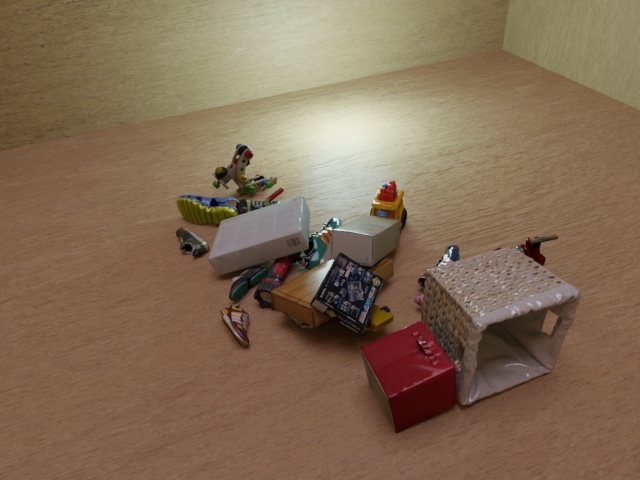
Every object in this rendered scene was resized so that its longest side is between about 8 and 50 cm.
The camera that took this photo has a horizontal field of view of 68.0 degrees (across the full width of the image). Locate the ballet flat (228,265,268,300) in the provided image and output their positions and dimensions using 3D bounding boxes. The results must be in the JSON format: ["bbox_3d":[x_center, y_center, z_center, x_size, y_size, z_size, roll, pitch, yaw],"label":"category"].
[{"bbox_3d":[-0.283,0.153,1.766,0.074,0.074,0.203,21,40,30],"label":"ballet flat"}]

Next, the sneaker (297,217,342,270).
[{"bbox_3d":[0.000,0.000,1.863,0.121,0.108,0.302,24,43,-3],"label":"sneaker"}]

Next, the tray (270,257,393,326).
[{"bbox_3d":[0.049,0.145,1.637,0.202,0.076,0.411,16,30,41],"label":"tray"}]

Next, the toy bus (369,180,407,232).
[{"bbox_3d":[0.267,-0.127,1.932,0.149,0.211,0.220,11,43,18],"label":"toy bus"}]

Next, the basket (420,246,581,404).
[{"bbox_3d":[0.489,0.228,1.356,0.331,0.328,0.266,-14,37,-15],"label":"basket"}]

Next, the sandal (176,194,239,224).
[{"bbox_3d":[-0.493,-0.146,2.137,0.317,0.126,0.138,14,41,9],"label":"sandal"}]

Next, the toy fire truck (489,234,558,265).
[{"bbox_3d":[0.682,0.056,1.615,0.217,0.246,0.158,-18,39,-14],"label":"toy fire truck"}]

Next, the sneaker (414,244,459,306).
[{"bbox_3d":[0.417,0.120,1.680,0.131,0.112,0.319,10,40,15],"label":"sneaker"}]

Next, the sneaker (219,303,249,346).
[{"bbox_3d":[-0.272,0.278,1.606,0.084,0.070,0.185,-29,45,-19],"label":"sneaker"}]

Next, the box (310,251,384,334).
[{"bbox_3d":[0.088,0.160,1.488,0.175,0.051,0.220,32,45,-1],"label":"box"}]

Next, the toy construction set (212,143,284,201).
[{"bbox_3d":[-0.361,-0.269,2.235,0.237,0.257,0.309,-42,71,-13],"label":"toy construction set"}]

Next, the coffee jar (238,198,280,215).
[{"bbox_3d":[-0.266,-0.130,2.074,0.184,0.079,0.096,2,44,-15],"label":"coffee jar"}]

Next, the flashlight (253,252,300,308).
[{"bbox_3d":[-0.146,0.117,1.771,0.103,0.103,0.304,28,43,0],"label":"flashlight"}]

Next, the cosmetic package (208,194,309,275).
[{"bbox_3d":[-0.232,-0.025,1.875,0.377,0.097,0.284,-16,34,11],"label":"cosmetic package"}]

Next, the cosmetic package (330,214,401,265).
[{"bbox_3d":[0.173,-0.007,1.737,0.160,0.113,0.309,9,15,24],"label":"cosmetic package"}]

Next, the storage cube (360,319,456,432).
[{"bbox_3d":[0.242,0.371,1.307,0.193,0.215,0.184,-23,41,-7],"label":"storage cube"}]

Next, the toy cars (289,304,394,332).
[{"bbox_3d":[0.051,0.256,1.582,0.393,0.087,0.176,0,23,13],"label":"toy cars"}]

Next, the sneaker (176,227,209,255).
[{"bbox_3d":[-0.560,0.009,1.984,0.192,0.064,0.086,26,43,29],"label":"sneaker"}]
